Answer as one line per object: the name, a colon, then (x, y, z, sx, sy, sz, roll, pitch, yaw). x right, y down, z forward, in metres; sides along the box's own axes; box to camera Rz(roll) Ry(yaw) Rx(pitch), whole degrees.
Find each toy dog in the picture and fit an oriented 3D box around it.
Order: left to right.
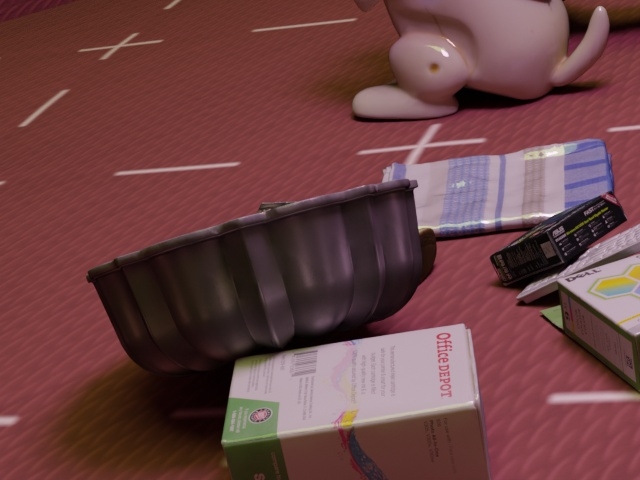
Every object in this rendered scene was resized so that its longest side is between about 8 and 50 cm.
toy dog: (0.188, -0.395, 2.233, 0.395, 0.408, 0.284, 10, 30, 43)

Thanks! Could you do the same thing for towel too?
towel: (0.205, -0.061, 1.899, 0.285, 0.034, 0.209, -6, 23, 11)

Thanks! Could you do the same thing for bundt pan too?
bundt pan: (-0.049, 0.044, 1.532, 0.330, 0.124, 0.331, -17, -3, -1)

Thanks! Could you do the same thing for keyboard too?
keyboard: (0.306, -0.002, 1.581, 0.256, 0.014, 0.072, -28, 12, 35)

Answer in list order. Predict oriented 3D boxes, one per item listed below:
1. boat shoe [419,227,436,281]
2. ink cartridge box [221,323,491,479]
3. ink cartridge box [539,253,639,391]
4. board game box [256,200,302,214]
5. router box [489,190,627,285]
boat shoe: (0.073, 0.030, 1.707, 0.048, 0.056, 0.153, 8, 36, 34)
ink cartridge box: (0.034, 0.155, 1.358, 0.212, 0.093, 0.154, -11, 22, 6)
ink cartridge box: (0.294, 0.063, 1.503, 0.109, 0.062, 0.209, -17, 22, -13)
board game box: (0.000, 0.000, 1.813, 0.186, 0.026, 0.126, -2, 39, 23)
router box: (0.249, -0.003, 1.677, 0.122, 0.038, 0.092, -29, 1, -40)
